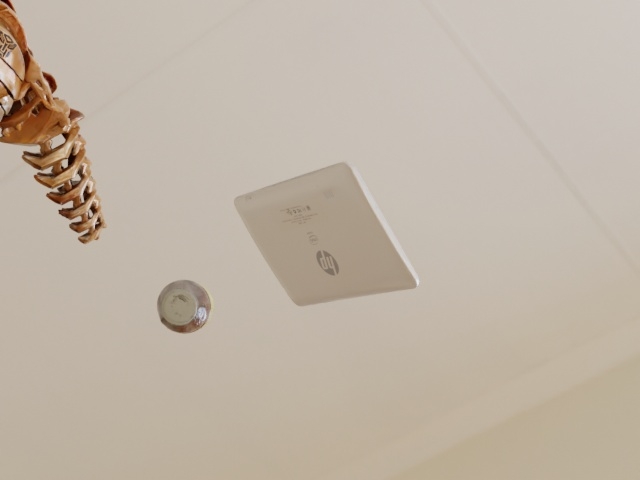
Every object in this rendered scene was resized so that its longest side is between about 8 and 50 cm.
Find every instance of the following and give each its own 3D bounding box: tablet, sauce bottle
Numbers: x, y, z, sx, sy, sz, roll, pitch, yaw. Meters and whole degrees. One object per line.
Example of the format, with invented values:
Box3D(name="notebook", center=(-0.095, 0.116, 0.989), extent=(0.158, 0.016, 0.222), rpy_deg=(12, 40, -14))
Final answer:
Box3D(name="tablet", center=(0.000, 0.000, 0.436), extent=(0.083, 0.006, 0.054), rpy_deg=(-13, -69, 56))
Box3D(name="sauce bottle", center=(-0.101, 0.049, 0.841), extent=(0.042, 0.042, 0.128), rpy_deg=(0, -5, -5))

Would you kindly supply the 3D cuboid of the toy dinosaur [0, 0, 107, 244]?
Box3D(name="toy dinosaur", center=(-0.237, -0.091, 0.637), extent=(0.218, 0.164, 0.322), rpy_deg=(-39, -68, 4))
